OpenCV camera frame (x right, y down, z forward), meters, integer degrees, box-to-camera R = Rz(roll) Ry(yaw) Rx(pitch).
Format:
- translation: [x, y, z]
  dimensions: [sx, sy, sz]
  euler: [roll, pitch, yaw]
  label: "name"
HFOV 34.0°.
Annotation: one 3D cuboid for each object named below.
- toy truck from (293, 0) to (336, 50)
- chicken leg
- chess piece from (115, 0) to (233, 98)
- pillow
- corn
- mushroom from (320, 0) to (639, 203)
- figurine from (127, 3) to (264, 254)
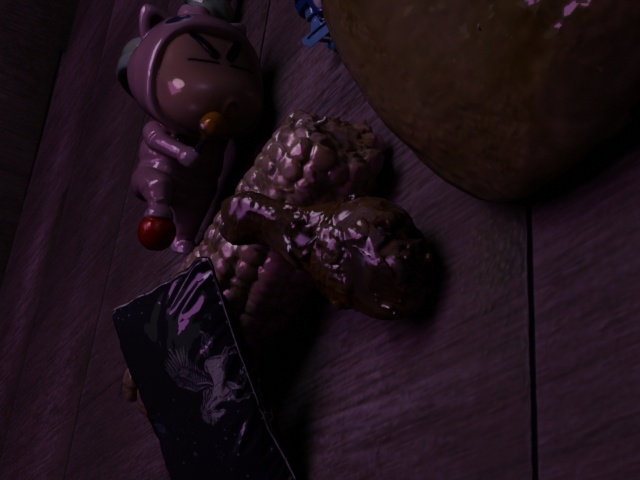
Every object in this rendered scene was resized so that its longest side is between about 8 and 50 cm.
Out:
- translation: [0.026, -0.245, 1.024]
  dimensions: [0.136, 0.063, 0.074]
  euler: [-32, 63, 53]
  label: "toy truck"
- translation: [0.002, -0.001, 0.792]
  dimensions: [0.197, 0.069, 0.085]
  euler: [18, 107, 34]
  label: "chicken leg"
- translation: [-0.163, -0.306, 1.423]
  dimensions: [0.139, 0.139, 0.272]
  euler: [-19, 45, 61]
  label: "chess piece"
- translation: [-0.098, 0.130, 0.861]
  dimensions: [0.141, 0.055, 0.208]
  euler: [-27, 82, 38]
  label: "pillow"
- translation: [-0.061, 0.033, 0.925]
  dimensions: [0.335, 0.126, 0.127]
  euler: [-53, 28, 27]
  label: "corn"
- translation: [0.103, -0.163, 0.634]
  dimensions: [0.292, 0.212, 0.217]
  euler: [-39, 33, 38]
  label: "mushroom"
- translation: [-0.138, -0.123, 1.195]
  dimensions: [0.186, 0.176, 0.288]
  euler: [8, 85, 49]
  label: "figurine"
